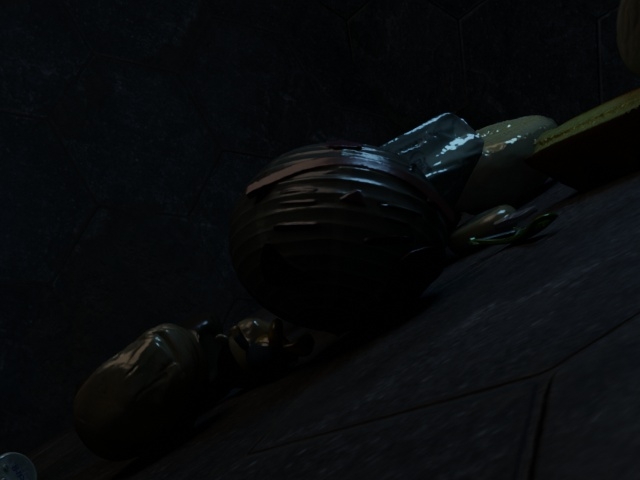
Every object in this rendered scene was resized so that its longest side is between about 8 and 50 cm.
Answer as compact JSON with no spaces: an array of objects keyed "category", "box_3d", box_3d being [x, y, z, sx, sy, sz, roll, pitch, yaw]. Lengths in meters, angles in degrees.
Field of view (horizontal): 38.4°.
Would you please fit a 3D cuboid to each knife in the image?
[{"category":"knife","box_3d":[0.232,-0.011,1.057,0.078,0.023,0.166,-20,-2,-12]}]

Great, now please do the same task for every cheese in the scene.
[{"category":"cheese","box_3d":[0.235,-0.022,1.217,0.097,0.037,0.192,-31,0,-14]}]

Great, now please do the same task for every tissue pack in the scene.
[{"category":"tissue pack","box_3d":[0.101,-0.031,1.380,0.228,0.103,0.316,-30,-21,-25]}]

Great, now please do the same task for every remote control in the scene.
[{"category":"remote control","box_3d":[-0.514,0.388,1.350,0.042,0.078,0.221,-31,0,39]}]

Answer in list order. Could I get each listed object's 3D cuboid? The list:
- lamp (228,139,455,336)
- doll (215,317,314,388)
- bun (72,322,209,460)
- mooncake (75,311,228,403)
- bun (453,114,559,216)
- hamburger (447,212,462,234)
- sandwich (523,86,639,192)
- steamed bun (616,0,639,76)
[{"category":"lamp","box_3d":[0.022,0.000,1.063,0.265,0.233,0.233,-1,5,7]},{"category":"doll","box_3d":[-0.076,0.135,1.152,0.179,0.102,0.089,-29,40,46]},{"category":"bun","box_3d":[-0.197,0.186,1.072,0.166,0.113,0.173,-23,-29,-54]},{"category":"mooncake","box_3d":[-0.221,0.196,1.273,0.228,0.124,0.228,-26,0,0]},{"category":"bun","box_3d":[0.298,-0.120,1.612,0.287,0.146,0.287,-20,12,5]},{"category":"hamburger","box_3d":[0.208,-0.039,1.776,0.137,0.087,0.166,-29,1,-29]},{"category":"sandwich","box_3d":[0.368,-0.123,1.166,0.090,0.088,0.244,-40,9,-28]},{"category":"steamed bun","box_3d":[0.518,-0.374,1.098,0.247,0.236,0.383,-19,-10,-46]}]
